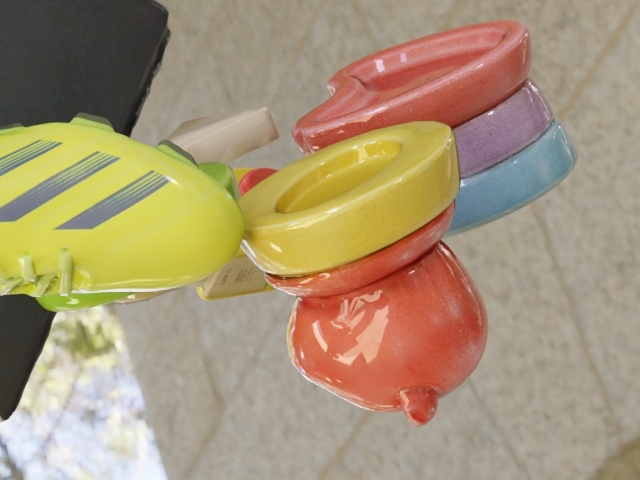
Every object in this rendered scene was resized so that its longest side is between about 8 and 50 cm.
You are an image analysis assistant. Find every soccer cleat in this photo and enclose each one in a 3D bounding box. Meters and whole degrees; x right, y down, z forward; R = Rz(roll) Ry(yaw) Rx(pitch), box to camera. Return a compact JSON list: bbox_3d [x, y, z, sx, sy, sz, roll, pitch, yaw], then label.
[{"bbox_3d":[-0.181,-0.003,0.770,0.289,0.121,0.093,9,-45,-3],"label":"soccer cleat"}]

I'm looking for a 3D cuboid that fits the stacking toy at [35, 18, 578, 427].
[{"bbox_3d":[0.000,0.000,0.961,0.279,0.309,0.130,-14,-72,29],"label":"stacking toy"}]

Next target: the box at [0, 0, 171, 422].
[{"bbox_3d":[-0.443,-0.127,1.049,0.472,0.297,0.480,4,-20,48],"label":"box"}]

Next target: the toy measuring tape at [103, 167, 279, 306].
[{"bbox_3d":[-0.111,-0.006,1.541,0.330,0.121,0.121,-7,-37,-40],"label":"toy measuring tape"}]
